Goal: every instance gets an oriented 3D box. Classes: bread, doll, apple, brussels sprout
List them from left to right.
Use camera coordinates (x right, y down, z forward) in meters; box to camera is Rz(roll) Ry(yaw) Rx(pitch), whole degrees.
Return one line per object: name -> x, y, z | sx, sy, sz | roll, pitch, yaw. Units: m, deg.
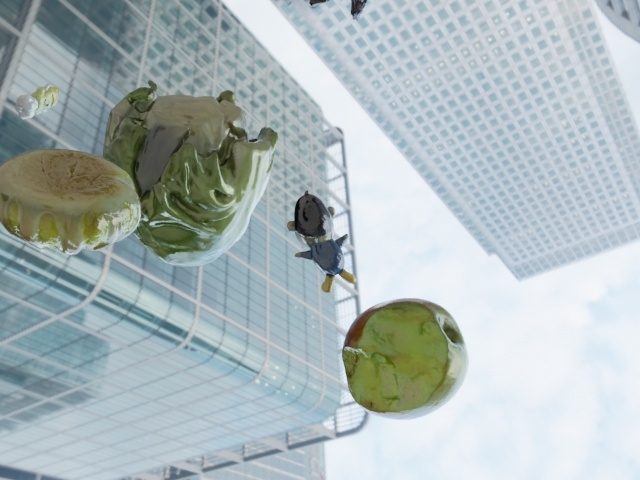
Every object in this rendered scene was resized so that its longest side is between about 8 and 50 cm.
doll -> -0.902, -0.441, 1.997 | 0.106, 0.062, 0.162 | -61, 174, 37
bread -> -0.358, -0.052, 0.877 | 0.213, 0.213, 0.105 | 51, -48, 46
brussels sprout -> -0.300, -0.131, 1.415 | 0.342, 0.361, 0.425 | -21, -138, -33
doll -> 0.000, 0.000, 1.079 | 0.102, 0.179, 0.089 | -19, -170, -13
apple -> 0.174, 0.230, 1.258 | 0.226, 0.246, 0.246 | -25, -131, 30

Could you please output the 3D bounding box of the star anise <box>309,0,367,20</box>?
star anise -> 0.084, -0.534, 1.155 | 0.272, 0.272, 0.102 | -45, -140, 7
